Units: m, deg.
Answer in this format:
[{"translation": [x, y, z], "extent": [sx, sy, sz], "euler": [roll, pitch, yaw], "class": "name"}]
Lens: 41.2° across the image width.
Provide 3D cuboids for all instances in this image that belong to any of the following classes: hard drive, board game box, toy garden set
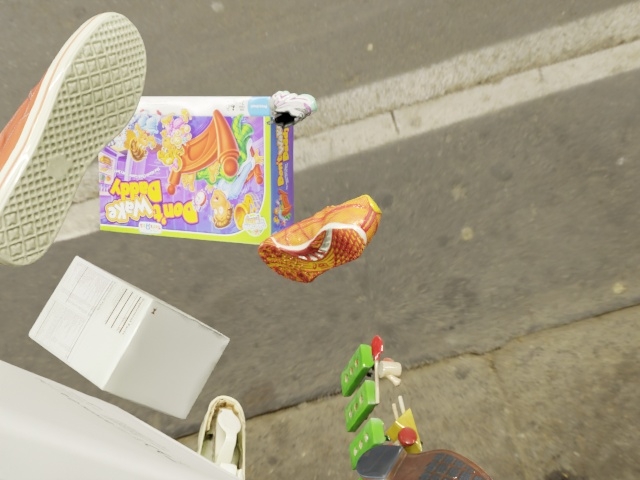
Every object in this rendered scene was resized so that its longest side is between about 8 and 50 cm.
[{"translation": [-0.167, 0.098, 0.463], "extent": [0.203, 0.307, 0.040], "euler": [17, 76, 37], "class": "hard drive"}, {"translation": [-0.212, -0.123, 1.419], "extent": [0.347, 0.078, 0.233], "euler": [5, 100, 27], "class": "board game box"}, {"translation": [0.099, 0.276, 1.361], "extent": [0.049, 0.203, 0.244], "euler": [7, 51, -17], "class": "toy garden set"}]

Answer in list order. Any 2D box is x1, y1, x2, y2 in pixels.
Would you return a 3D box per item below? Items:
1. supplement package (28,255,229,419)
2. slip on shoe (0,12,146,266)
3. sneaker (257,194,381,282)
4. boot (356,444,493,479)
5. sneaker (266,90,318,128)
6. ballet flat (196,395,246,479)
[{"translation": [-0.295, 0.152, 1.323], "extent": [0.203, 0.194, 0.149], "euler": [22, 80, 39], "class": "supplement package"}, {"translation": [-0.307, -0.126, 0.972], "extent": [0.101, 0.123, 0.331], "euler": [12, 68, 34], "class": "slip on shoe"}, {"translation": [0.000, 0.000, 0.894], "extent": [0.064, 0.175, 0.067], "euler": [52, 51, -20], "class": "sneaker"}, {"translation": [0.154, 0.337, 1.124], "extent": [0.082, 0.219, 0.106], "euler": [-46, 119, -31], "class": "boot"}, {"translation": [-0.058, -0.186, 1.238], "extent": [0.069, 0.098, 0.038], "euler": [-43, 121, -29], "class": "sneaker"}, {"translation": [-0.130, 0.293, 1.086], "extent": [0.086, 0.248, 0.086], "euler": [-1, 120, -3], "class": "ballet flat"}]
